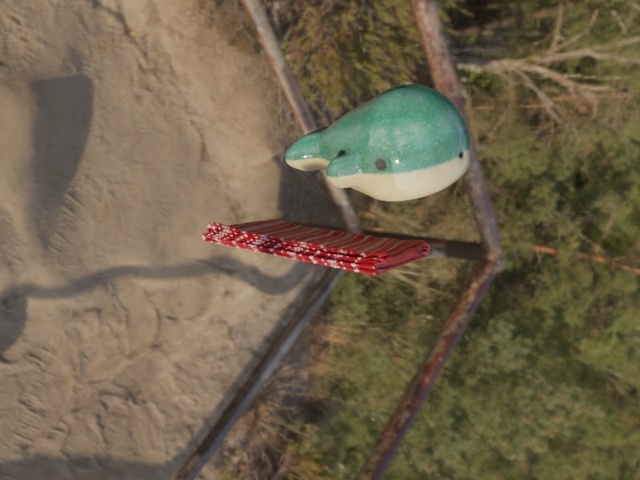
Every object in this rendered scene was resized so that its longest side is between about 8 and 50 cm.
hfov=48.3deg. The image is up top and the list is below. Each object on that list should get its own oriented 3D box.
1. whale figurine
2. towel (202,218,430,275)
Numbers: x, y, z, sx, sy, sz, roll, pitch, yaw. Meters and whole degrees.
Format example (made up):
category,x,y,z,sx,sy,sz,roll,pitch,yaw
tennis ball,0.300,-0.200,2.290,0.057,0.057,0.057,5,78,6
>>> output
category,x,y,z,sx,sy,sz,roll,pitch,yaw
whale figurine,0.075,-0.146,0.998,0.216,0.271,0.141,-33,123,-42
towel,0.000,0.000,1.007,0.198,0.274,0.031,-11,109,-63
